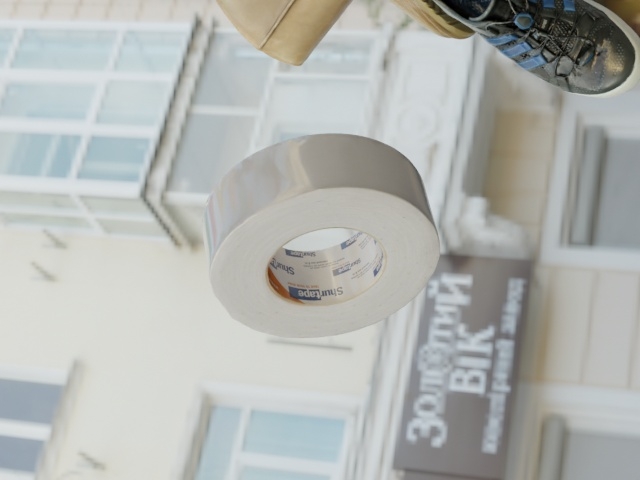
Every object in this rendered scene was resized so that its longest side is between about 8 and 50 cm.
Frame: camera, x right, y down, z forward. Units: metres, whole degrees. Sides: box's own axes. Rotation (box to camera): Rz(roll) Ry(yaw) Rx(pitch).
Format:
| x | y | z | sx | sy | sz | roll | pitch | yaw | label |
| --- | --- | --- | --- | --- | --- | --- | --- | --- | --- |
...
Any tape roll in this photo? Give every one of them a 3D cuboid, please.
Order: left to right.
| x | y | z | sx | sy | sz | roll | pitch | yaw | label |
| --- | --- | --- | --- | --- | --- | --- | --- | --- | --- |
| 0.000 | 0.000 | 1.283 | 0.219 | 0.219 | 0.072 | 72 | -176 | -50 | tape roll |

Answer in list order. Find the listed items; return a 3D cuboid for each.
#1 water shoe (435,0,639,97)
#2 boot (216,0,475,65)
| x | y | z | sx | sy | sz | roll | pitch | yaw | label |
| --- | --- | --- | --- | --- | --- | --- | --- | --- | --- |
| 0.152 | -0.168 | 1.043 | 0.080 | 0.203 | 0.073 | -24 | -38 | -60 | water shoe |
| 0.027 | -0.253 | 1.403 | 0.089 | 0.236 | 0.269 | -40 | 1 | -33 | boot |
